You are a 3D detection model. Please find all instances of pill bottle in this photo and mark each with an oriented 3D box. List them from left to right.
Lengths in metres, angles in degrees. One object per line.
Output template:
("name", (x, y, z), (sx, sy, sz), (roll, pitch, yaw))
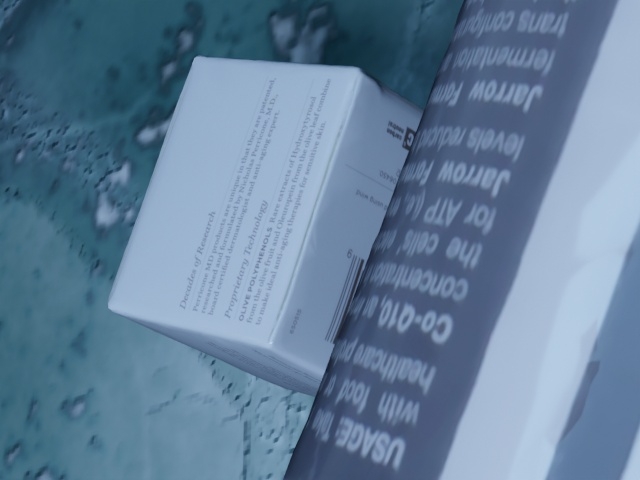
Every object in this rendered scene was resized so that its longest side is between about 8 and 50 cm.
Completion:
("pill bottle", (0.107, 0.035, 0.520), (0.204, 0.204, 0.361), (17, 84, 45))

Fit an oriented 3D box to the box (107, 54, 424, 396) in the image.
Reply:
("box", (0.000, 0.000, 0.706), (0.087, 0.101, 0.102), (8, 76, 44))
